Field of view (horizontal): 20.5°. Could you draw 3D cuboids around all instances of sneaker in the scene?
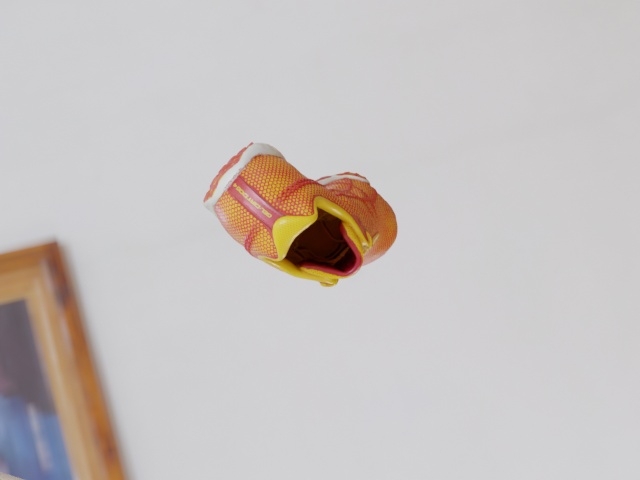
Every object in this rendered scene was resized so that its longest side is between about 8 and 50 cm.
[{"bbox_3d":[0.000,0.000,0.898,0.067,0.064,0.175,45,-166,20],"label":"sneaker"}]

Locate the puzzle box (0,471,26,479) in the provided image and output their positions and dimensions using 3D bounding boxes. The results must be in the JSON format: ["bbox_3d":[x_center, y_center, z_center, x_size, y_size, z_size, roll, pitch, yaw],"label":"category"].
[{"bbox_3d":[-0.193,0.113,0.268,0.409,0.272,0.052,-33,-45,-66],"label":"puzzle box"}]
